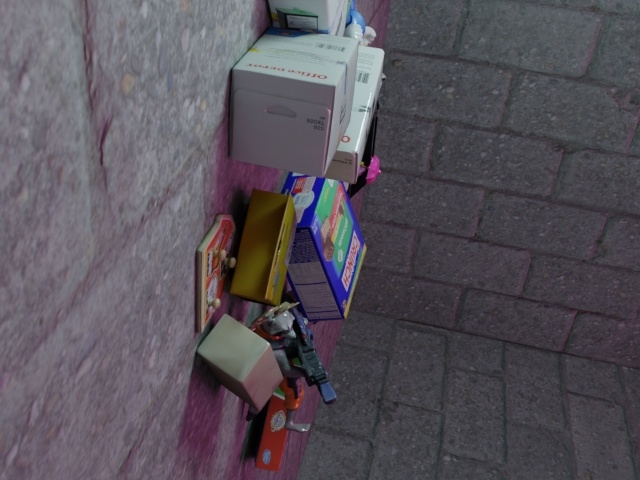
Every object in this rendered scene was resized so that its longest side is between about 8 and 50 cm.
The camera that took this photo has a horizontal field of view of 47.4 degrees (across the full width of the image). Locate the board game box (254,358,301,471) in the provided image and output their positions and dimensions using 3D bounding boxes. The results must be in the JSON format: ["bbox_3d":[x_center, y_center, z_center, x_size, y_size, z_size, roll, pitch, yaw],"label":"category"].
[{"bbox_3d":[-0.116,0.460,2.016,0.242,0.064,0.317,119,-16,-78],"label":"board game box"}]

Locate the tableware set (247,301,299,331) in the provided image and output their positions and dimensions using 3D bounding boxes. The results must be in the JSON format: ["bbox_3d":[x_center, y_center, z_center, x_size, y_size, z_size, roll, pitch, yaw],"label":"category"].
[{"bbox_3d":[-0.124,0.171,1.497,0.168,0.020,0.141,-38,174,26],"label":"tableware set"}]

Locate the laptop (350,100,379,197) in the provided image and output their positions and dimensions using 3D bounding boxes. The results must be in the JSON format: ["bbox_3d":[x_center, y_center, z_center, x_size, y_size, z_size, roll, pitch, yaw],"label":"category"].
[{"bbox_3d":[0.064,-0.349,2.538,0.382,0.236,0.408,93,-17,-51],"label":"laptop"}]

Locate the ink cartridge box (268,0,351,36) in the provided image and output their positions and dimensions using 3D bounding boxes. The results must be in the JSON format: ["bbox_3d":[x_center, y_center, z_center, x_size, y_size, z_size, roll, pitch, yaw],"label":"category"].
[{"bbox_3d":[-0.014,-0.474,1.338,0.278,0.117,0.201,80,22,-71],"label":"ink cartridge box"}]

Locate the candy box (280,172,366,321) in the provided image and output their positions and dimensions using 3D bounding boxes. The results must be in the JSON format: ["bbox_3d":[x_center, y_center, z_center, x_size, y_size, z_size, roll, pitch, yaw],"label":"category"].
[{"bbox_3d":[0.000,0.000,1.808,0.268,0.122,0.317,-72,151,-44],"label":"candy box"}]

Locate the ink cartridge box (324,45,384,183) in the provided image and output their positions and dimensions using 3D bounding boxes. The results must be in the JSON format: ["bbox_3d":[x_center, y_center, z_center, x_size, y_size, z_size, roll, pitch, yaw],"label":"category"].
[{"bbox_3d":[0.006,-0.269,1.484,0.115,0.198,0.273,89,15,-61],"label":"ink cartridge box"}]

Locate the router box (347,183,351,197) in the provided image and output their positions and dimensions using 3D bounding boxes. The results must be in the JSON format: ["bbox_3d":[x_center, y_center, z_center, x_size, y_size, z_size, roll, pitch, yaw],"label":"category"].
[{"bbox_3d":[0.028,-0.150,2.140,0.038,0.122,0.092,-61,160,-54],"label":"router box"}]

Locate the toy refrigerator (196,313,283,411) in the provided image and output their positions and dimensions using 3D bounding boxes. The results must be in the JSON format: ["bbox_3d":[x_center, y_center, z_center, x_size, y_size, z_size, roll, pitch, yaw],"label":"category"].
[{"bbox_3d":[-0.143,0.234,1.377,0.094,0.102,0.269,-53,164,-17],"label":"toy refrigerator"}]

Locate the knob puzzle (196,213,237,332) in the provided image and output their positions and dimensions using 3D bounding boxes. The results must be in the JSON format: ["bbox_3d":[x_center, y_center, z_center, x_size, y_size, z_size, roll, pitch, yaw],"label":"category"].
[{"bbox_3d":[-0.169,0.040,1.265,0.213,0.030,0.213,11,90,-83],"label":"knob puzzle"}]

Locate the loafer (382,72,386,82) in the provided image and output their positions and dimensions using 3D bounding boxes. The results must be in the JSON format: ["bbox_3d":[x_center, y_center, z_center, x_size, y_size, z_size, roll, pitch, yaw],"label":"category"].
[{"bbox_3d":[0.045,-0.318,1.802,0.319,0.111,0.112,-56,167,-12],"label":"loafer"}]

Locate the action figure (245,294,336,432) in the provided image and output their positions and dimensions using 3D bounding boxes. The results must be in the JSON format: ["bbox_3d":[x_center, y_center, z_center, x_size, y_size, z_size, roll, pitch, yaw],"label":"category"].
[{"bbox_3d":[-0.088,0.305,1.707,0.341,0.178,0.330,-123,-152,-54],"label":"action figure"}]

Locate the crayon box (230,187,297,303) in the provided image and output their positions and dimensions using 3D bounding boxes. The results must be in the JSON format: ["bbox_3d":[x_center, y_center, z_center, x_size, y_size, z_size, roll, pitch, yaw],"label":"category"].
[{"bbox_3d":[-0.106,0.019,1.416,0.318,0.081,0.202,95,7,-82],"label":"crayon box"}]

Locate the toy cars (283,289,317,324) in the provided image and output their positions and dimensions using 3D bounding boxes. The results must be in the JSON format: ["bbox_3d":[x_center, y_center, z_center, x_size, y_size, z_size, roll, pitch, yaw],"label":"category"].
[{"bbox_3d":[-0.052,0.197,2.166,0.176,0.087,0.394,-42,168,-7],"label":"toy cars"}]

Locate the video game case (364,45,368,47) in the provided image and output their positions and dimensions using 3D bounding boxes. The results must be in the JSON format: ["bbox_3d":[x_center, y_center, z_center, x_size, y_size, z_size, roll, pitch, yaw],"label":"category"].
[{"bbox_3d":[0.011,-0.299,1.653,0.026,0.196,0.274,34,56,-34],"label":"video game case"}]

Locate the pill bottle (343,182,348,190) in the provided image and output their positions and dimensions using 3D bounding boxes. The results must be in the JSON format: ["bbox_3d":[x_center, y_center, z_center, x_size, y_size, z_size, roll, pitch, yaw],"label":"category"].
[{"bbox_3d":[0.012,-0.176,1.939,0.229,0.131,0.131,92,12,-51],"label":"pill bottle"}]

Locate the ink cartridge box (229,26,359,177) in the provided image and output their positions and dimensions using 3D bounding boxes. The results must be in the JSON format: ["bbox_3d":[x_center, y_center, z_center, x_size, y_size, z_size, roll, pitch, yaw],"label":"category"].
[{"bbox_3d":[-0.042,-0.244,1.257,0.233,0.171,0.168,-67,166,-55],"label":"ink cartridge box"}]

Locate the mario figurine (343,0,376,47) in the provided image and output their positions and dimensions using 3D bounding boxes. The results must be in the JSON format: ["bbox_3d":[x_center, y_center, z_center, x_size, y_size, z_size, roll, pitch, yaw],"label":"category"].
[{"bbox_3d":[0.103,-0.541,1.910,0.198,0.170,0.321,-35,141,-26],"label":"mario figurine"}]

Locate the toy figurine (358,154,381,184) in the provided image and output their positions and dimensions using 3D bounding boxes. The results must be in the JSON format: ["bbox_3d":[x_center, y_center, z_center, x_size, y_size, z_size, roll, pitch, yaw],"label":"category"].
[{"bbox_3d":[0.089,-0.213,2.039,0.173,0.159,0.130,-19,128,-28],"label":"toy figurine"}]
